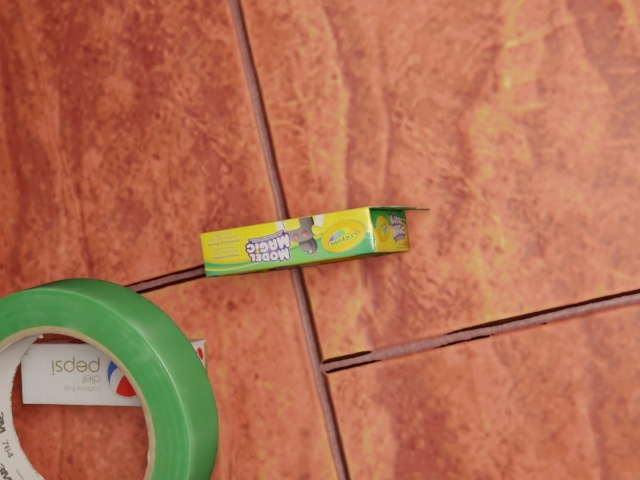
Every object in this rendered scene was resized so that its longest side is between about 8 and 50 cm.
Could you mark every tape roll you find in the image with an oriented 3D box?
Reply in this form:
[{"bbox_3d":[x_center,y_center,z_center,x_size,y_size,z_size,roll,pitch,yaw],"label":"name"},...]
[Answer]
[{"bbox_3d":[-0.273,0.205,1.322,0.321,0.077,0.321,3,100,20],"label":"tape roll"}]

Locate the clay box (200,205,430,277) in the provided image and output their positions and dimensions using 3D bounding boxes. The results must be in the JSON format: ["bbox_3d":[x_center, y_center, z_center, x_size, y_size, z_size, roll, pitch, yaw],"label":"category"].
[{"bbox_3d":[0.000,0.000,1.262,0.222,0.127,0.053,-8,88,21],"label":"clay box"}]

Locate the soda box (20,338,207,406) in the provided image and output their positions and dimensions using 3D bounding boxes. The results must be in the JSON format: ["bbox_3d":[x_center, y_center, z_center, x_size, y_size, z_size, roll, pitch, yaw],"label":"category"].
[{"bbox_3d":[-0.241,0.154,1.384,0.216,0.069,0.074,-2,91,21],"label":"soda box"}]
